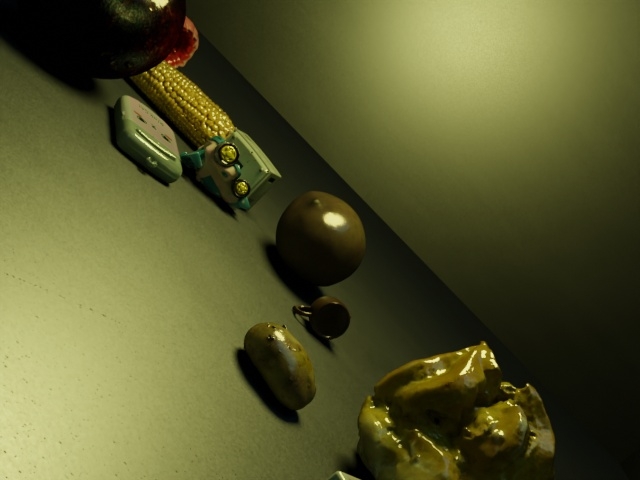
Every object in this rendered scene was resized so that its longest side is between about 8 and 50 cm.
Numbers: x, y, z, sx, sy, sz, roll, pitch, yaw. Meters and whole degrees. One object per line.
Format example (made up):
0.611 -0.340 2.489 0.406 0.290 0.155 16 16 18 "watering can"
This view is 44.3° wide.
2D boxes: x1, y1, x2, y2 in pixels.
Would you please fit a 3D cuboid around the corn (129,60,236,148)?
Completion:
-0.317 -0.317 1.820 0.318 0.115 0.115 46 11 -3 "corn"

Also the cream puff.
0.222 0.310 1.125 0.291 0.257 0.324 41 4 -42 "cream puff"

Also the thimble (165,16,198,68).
-0.423 -0.549 2.103 0.125 0.163 0.189 50 -2 22 "thimble"

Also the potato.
-0.055 0.174 1.123 0.138 0.070 0.091 50 13 17 "potato"

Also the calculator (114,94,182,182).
-0.329 -0.193 1.493 0.141 0.045 0.246 39 14 -30 "calculator"

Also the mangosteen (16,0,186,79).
-0.419 -0.453 1.495 0.330 0.330 0.330 44 11 -11 "mangosteen"

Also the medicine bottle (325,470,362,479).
0.052 0.339 0.969 0.118 0.055 0.074 37 13 -40 "medicine bottle"

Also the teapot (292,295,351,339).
0.006 0.139 1.483 0.121 0.076 0.068 10 12 -17 "teapot"

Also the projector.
-0.176 -0.158 1.743 0.147 0.115 0.061 51 14 24 "projector"

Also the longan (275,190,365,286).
0.000 0.000 1.645 0.196 0.196 0.220 41 4 -22 "longan"

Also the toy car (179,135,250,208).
-0.217 -0.130 1.631 0.126 0.098 0.161 18 -52 64 "toy car"
